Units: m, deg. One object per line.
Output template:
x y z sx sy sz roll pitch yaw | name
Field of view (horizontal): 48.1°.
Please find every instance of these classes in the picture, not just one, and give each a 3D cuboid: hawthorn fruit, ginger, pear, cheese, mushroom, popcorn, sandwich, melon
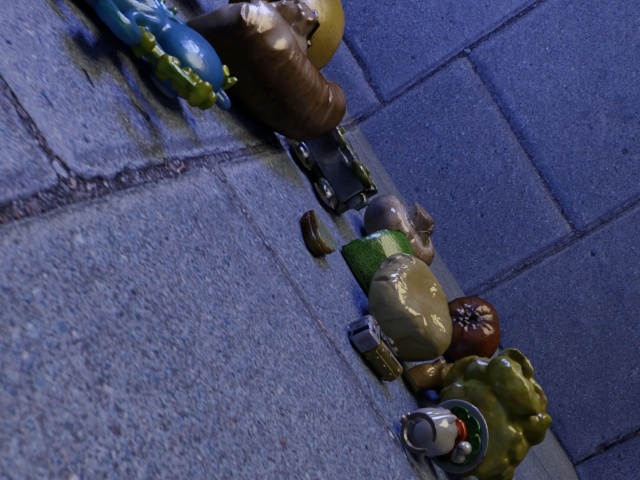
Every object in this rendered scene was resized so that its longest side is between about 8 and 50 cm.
0.434 0.283 2.091 0.251 0.200 0.199 67 1 -50 | hawthorn fruit
0.265 0.308 1.553 0.065 0.118 0.299 48 14 32 | ginger
-0.089 -0.546 1.791 0.314 0.314 0.314 54 13 -19 | pear
0.190 0.135 1.507 0.226 0.117 0.214 51 35 -30 | cheese
0.223 -0.020 1.976 0.255 0.184 0.255 41 13 -12 | mushroom
0.336 0.339 1.425 0.235 0.242 0.250 57 9 8 | popcorn
0.000 0.000 1.401 0.093 0.036 0.105 52 15 -30 | sandwich
0.171 0.078 1.669 0.169 0.129 0.265 66 14 20 | melon
-0.118 -0.341 1.467 0.397 0.224 0.313 -37 109 -70 | mushroom

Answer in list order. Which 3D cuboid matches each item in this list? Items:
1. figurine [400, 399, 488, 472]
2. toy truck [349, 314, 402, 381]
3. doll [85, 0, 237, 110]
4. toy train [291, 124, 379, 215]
0.202 0.333 1.233 0.154 0.132 0.132 23 35 -48 | figurine
0.101 0.195 1.287 0.123 0.052 0.062 53 20 -27 | toy truck
-0.259 -0.302 1.059 0.341 0.099 0.346 38 16 -25 | doll
0.033 -0.181 1.756 0.260 0.134 0.177 60 4 5 | toy train
